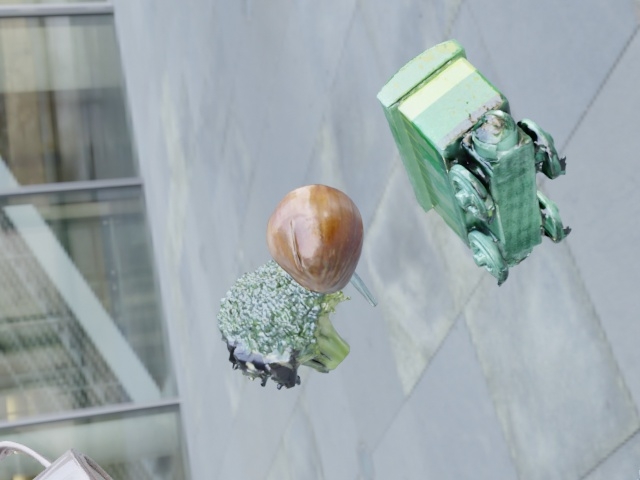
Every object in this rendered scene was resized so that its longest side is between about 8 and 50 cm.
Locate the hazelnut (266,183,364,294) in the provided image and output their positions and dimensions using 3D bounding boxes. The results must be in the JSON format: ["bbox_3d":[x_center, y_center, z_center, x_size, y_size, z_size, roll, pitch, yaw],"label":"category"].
[{"bbox_3d":[0.000,0.000,1.423,0.150,0.150,0.150,174,90,-74],"label":"hazelnut"}]

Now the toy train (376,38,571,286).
[{"bbox_3d":[0.184,-0.079,1.166,0.202,0.120,0.301,51,176,30],"label":"toy train"}]

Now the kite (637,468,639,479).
[{"bbox_3d":[0.576,0.342,1.419,0.286,0.015,0.152,-3,64,47],"label":"kite"}]

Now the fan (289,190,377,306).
[{"bbox_3d":[0.022,0.018,1.659,0.282,0.023,0.057,52,178,-39],"label":"fan"}]

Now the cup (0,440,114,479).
[{"bbox_3d":[-0.379,0.426,1.351,0.288,0.273,0.208,32,160,52],"label":"cup"}]

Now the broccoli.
[{"bbox_3d":[-0.053,0.164,1.735,0.263,0.243,0.246,-24,48,29],"label":"broccoli"}]
